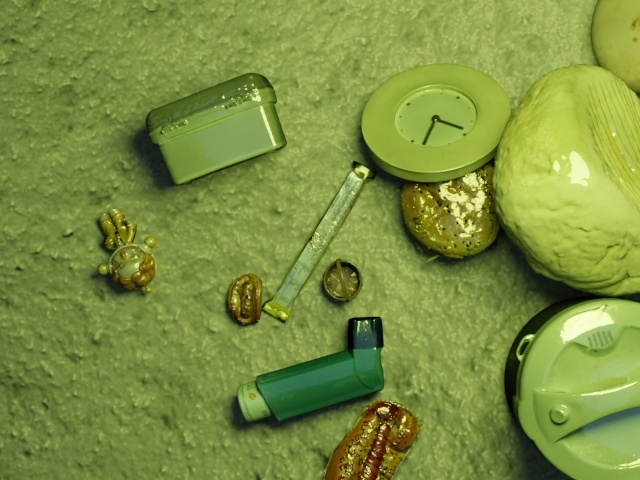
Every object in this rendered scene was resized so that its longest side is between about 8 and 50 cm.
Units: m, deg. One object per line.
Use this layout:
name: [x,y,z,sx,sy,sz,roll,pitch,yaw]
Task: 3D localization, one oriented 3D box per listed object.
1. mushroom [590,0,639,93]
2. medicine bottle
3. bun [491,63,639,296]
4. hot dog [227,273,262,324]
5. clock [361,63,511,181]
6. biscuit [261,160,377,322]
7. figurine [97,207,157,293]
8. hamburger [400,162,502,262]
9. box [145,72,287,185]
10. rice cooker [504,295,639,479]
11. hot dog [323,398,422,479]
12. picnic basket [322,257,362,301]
mushroom: [0.529,-0.326,1.623,0.204,0.204,0.204,0,87,4]
medicine bottle: [-0.009,0.211,1.674,0.258,0.079,0.124,-20,90,4]
bun: [0.378,-0.074,1.543,0.227,0.352,0.349,-23,97,35]
hot dog: [-0.121,0.096,1.708,0.058,0.035,0.083,0,89,17]
clock: [0.181,-0.187,1.644,0.235,0.029,0.235,-6,53,8]
biscuit: [0.000,0.000,1.710,0.048,0.026,0.292,32,91,1]
figurine: [-0.323,0.020,1.717,0.143,0.068,0.101,37,86,17]
hamburger: [0.209,-0.046,1.653,0.177,0.113,0.185,28,89,4]
box: [-0.163,-0.177,1.672,0.210,0.148,0.129,-20,94,5]
rice cooker: [0.420,0.218,1.545,0.288,0.277,0.288,0,88,2]
hot dog: [0.081,0.342,1.675,0.108,0.059,0.191,31,88,1]
picnic basket: [0.035,0.064,1.675,0.072,0.083,0.072,0,88,3]
